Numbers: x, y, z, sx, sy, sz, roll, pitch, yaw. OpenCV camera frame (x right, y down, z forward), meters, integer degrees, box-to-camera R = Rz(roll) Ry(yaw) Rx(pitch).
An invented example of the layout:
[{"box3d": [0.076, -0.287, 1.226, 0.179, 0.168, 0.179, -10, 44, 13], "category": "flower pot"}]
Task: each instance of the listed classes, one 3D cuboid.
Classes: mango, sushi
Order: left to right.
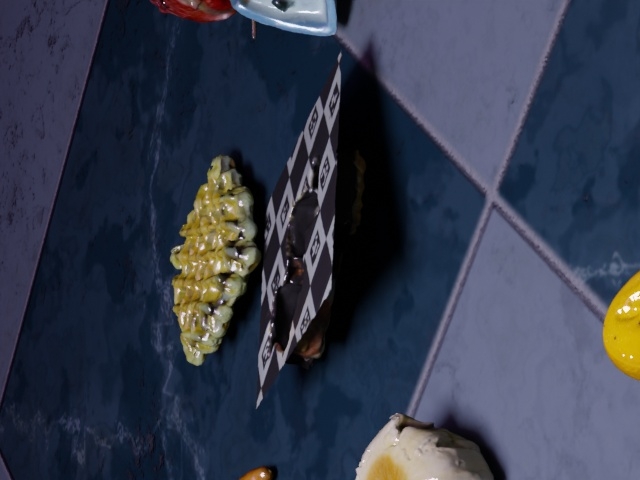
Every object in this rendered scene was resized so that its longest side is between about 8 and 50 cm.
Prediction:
[{"box3d": [0.000, 0.000, 2.032, 0.294, 0.059, 0.292, 119, 157, -54], "category": "sushi"}, {"box3d": [0.292, 0.054, 1.506, 0.187, 0.066, 0.101, -44, 42, 44], "category": "mango"}]

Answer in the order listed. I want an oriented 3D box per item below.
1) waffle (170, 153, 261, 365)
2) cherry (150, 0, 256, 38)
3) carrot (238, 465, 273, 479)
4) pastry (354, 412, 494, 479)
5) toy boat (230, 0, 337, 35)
[{"box3d": [-0.123, 0.025, 2.254, 0.204, 0.054, 0.223, -101, 30, -47], "category": "waffle"}, {"box3d": [-0.147, -0.365, 2.237, 0.250, 0.175, 0.192, -110, 7, -58], "category": "cherry"}, {"box3d": [-0.117, 0.326, 2.229, 0.248, 0.043, 0.043, -49, 46, 44], "category": "carrot"}, {"box3d": [0.099, 0.251, 1.801, 0.166, 0.088, 0.166, -14, 74, 59], "category": "pastry"}, {"box3d": [-0.108, -0.329, 2.013, 0.145, 0.332, 0.133, -34, 30, 40], "category": "toy boat"}]
